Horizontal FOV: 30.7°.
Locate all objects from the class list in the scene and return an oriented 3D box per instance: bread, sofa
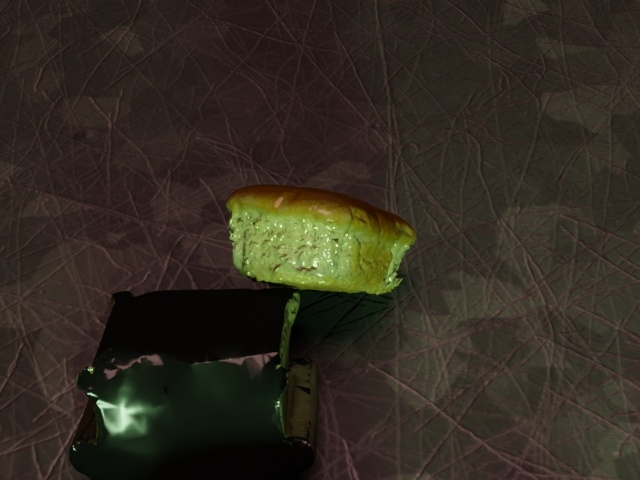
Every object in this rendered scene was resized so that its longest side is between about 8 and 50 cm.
[{"bbox_3d":[0.000,0.000,1.365,0.174,0.245,0.121,-1,80,29],"label":"bread"},{"bbox_3d":[-0.132,0.174,1.282,0.258,0.182,0.200,-2,27,2],"label":"sofa"}]
